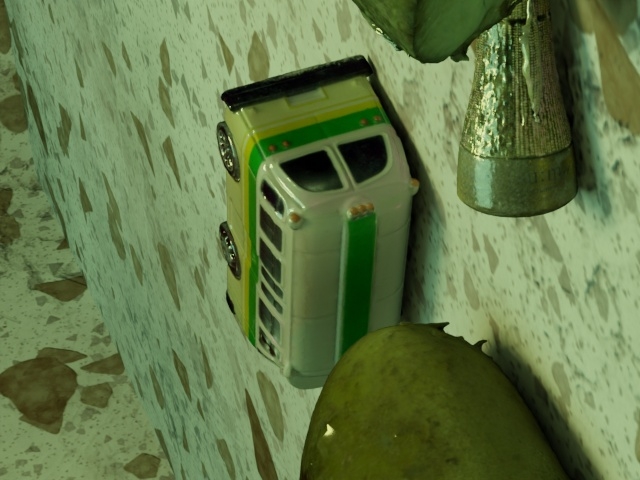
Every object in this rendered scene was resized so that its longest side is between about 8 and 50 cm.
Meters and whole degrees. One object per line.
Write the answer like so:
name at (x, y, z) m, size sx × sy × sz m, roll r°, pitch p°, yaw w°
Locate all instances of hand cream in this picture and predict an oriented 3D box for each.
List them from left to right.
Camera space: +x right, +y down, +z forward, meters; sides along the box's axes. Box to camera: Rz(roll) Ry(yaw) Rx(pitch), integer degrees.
hand cream at (0.133, -0.120, 1.267) m, size 0.084 × 0.084 × 0.203 m, roll -136°, pitch 41°, yaw -63°

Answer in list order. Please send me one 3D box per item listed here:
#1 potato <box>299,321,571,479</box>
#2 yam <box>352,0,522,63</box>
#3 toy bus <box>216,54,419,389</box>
potato at (0.094, 0.244, 1.497) m, size 0.270 × 0.219 × 0.359 m, roll 119°, pitch 145°, yaw -42°
yam at (0.020, -0.265, 1.157) m, size 0.300 × 0.195 × 0.195 m, roll 44°, pitch 154°, yaw 22°
toy bus at (0.000, 0.000, 1.732) m, size 0.305 × 0.143 × 0.179 m, roll 94°, pitch 154°, yaw -50°
